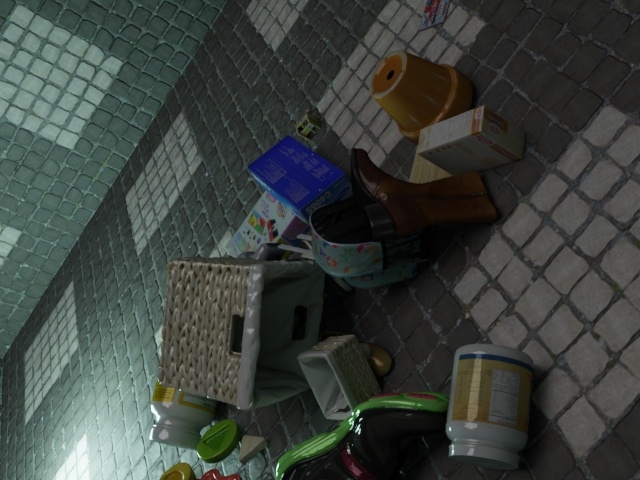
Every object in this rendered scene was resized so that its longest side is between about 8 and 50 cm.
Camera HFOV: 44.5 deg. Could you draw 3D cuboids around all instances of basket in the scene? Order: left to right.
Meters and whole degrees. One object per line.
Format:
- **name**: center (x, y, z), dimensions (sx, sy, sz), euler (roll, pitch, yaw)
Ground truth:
- **basket**: center (-0.178, 0.199, 1.864), dimensions (0.267, 0.331, 0.328), euler (7, 92, 27)
- **basket**: center (0.045, 0.302, 1.743), dimensions (0.103, 0.167, 0.113), euler (-31, 11, -39)

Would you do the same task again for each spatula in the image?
- **spatula**: center (0.000, 0.000, 2.017), dimensions (0.168, 0.019, 0.242), euler (-32, 20, -22)

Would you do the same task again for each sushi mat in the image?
- **sushi mat**: center (0.277, -0.195, 1.899), dimensions (0.151, 0.019, 0.316), euler (-7, 63, 54)

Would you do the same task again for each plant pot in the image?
- **plant pot**: center (0.227, -0.356, 1.886), dimensions (0.205, 0.188, 0.205), euler (-33, 44, 39)

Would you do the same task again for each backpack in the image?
- **backpack**: center (0.103, -0.005, 1.798), dimensions (0.225, 0.254, 0.191), euler (-125, 29, -53)

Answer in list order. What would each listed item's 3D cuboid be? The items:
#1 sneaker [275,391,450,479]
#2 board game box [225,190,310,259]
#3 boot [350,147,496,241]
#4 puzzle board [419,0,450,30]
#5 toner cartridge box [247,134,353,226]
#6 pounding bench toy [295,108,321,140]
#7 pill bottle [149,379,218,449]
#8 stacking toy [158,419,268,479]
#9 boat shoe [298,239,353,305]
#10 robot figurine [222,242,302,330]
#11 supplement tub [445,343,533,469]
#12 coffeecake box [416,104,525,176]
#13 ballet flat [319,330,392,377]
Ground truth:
- **sneaker**: center (0.107, 0.452, 1.596), dimensions (0.483, 0.185, 0.202), euler (-43, 56, 35)
- **board game box**: center (-0.154, -0.023, 2.351), dimensions (0.316, 0.064, 0.242), euler (-53, 34, 17)
- **boot**: center (0.216, -0.126, 1.715), dimensions (0.264, 0.281, 0.096), euler (-109, 10, -45)
- **puzzle board**: center (0.319, -0.645, 2.153), dimensions (0.096, 0.011, 0.128), euler (-5, 65, 54)
- **toner cartridge box**: center (-0.062, -0.177, 2.233), dimensions (0.165, 0.075, 0.348), euler (-40, 38, -7)
- **pounding bench toy**: center (-0.043, -0.362, 2.435), dimensions (0.065, 0.052, 0.083), euler (-45, 37, 28)
- **pill bottle**: center (-0.379, 0.422, 2.253), dimensions (0.188, 0.188, 0.333), euler (-14, 57, 51)
- **stacking toy**: center (-0.256, 0.633, 2.060), dimensions (0.309, 0.130, 0.279), euler (4, 45, 53)
- **boat shoe**: center (-0.003, 0.083, 2.043), dimensions (0.079, 0.095, 0.254), euler (-48, 43, 5)
- **robot figurine**: center (-0.194, 0.171, 2.147), dimensions (0.300, 0.200, 0.353), euler (40, 105, 22)
- **supplement tub**: center (0.303, 0.299, 1.407), dimensions (0.144, 0.144, 0.199), euler (-16, 56, 50)
- **coffeecake box**: center (0.330, -0.213, 1.719), dimensions (0.185, 0.142, 0.068), euler (-15, 57, 50)
- **ballet flat**: center (0.073, 0.262, 1.825), dimensions (0.232, 0.073, 0.080), euler (11, 76, 57)
